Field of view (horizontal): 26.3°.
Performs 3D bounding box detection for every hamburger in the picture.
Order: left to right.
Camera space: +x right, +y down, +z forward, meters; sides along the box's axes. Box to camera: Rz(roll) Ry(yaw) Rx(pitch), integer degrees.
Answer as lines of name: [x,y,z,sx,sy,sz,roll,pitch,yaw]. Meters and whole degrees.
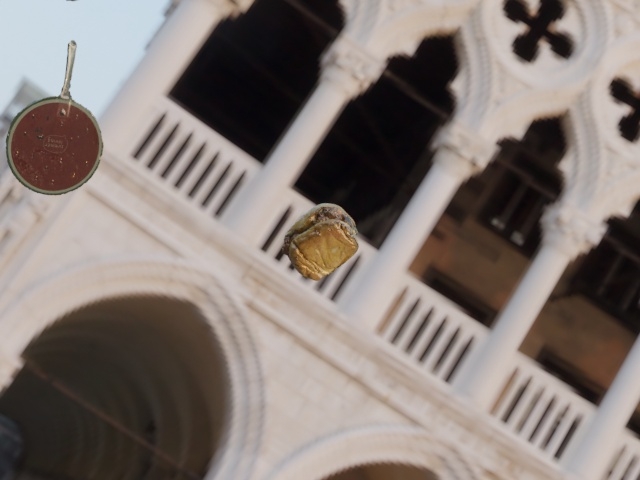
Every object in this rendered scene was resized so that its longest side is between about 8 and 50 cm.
hamburger: [0.000,0.000,1.506,0.076,0.083,0.044,51,9,-41]

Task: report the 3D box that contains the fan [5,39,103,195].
fan: [-0.219,-0.103,1.153,0.085,0.133,0.005,7,11,-29]
